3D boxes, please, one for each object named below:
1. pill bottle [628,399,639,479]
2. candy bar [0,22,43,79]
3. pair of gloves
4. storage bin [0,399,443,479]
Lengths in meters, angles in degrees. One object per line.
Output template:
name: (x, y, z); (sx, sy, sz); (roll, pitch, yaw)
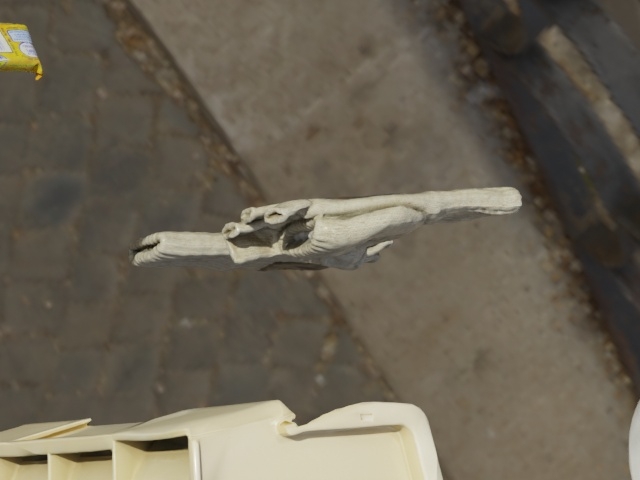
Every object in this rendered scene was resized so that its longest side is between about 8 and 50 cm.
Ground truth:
pill bottle: (0.180, 0.024, 0.439); (0.121, 0.121, 0.216); (1, 148, -28)
candy bar: (-0.220, -0.104, 0.895); (0.161, 0.040, 0.018); (-7, 147, -44)
pair of gloves: (0.000, 0.000, 1.157); (0.204, 0.240, 0.042); (-4, 84, -34)
storage bin: (-0.051, 0.204, 0.752); (0.123, 0.262, 0.260); (-14, 91, -36)
